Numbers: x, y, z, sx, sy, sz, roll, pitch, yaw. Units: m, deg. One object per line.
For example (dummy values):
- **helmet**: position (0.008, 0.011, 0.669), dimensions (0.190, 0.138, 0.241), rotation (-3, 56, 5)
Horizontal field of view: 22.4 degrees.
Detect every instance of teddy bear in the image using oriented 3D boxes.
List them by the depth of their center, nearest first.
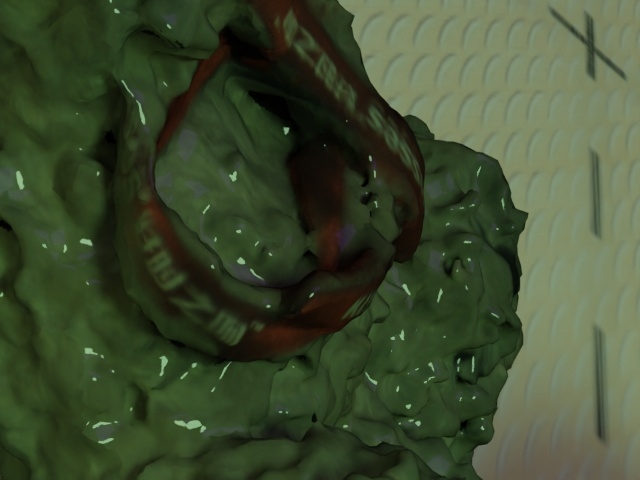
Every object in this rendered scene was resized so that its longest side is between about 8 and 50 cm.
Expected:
- **teddy bear**: position (0.000, 0.000, 0.691), dimensions (0.367, 0.224, 0.357), rotation (-12, 84, -57)
